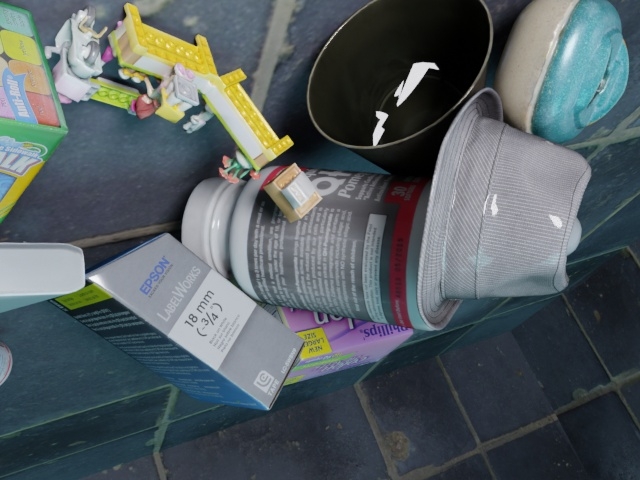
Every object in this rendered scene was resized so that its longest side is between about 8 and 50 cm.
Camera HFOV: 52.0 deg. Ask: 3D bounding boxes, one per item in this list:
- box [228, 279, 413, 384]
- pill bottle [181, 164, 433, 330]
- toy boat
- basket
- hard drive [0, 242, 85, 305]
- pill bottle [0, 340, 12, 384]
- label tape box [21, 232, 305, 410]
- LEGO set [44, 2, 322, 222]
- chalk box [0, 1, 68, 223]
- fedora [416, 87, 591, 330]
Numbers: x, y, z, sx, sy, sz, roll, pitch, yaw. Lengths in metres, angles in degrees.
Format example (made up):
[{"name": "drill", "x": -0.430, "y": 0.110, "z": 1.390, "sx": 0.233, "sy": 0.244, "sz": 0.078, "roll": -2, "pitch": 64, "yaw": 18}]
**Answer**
[{"name": "box", "x": -0.010, "y": 0.082, "z": 1.038, "sx": 0.214, "sy": 0.242, "sz": 0.117, "roll": -6, "pitch": 152, "yaw": -35}, {"name": "pill bottle", "x": 0.000, "y": 0.000, "z": 0.800, "sx": 0.319, "sy": 0.176, "sz": 0.176, "roll": 7, "pitch": 168, "yaw": 22}, {"name": "toy boat", "x": 0.294, "y": -0.140, "z": 0.809, "sx": 0.267, "sy": 0.148, "sz": 0.318, "roll": -20, "pitch": 130, "yaw": -57}, {"name": "basket", "x": 0.110, "y": -0.154, "z": 0.757, "sx": 0.204, "sy": 0.154, "sz": 0.227, "roll": -39, "pitch": 160, "yaw": 7}, {"name": "hard drive", "x": -0.403, "y": 0.049, "z": 0.643, "sx": 0.233, "sy": 0.047, "sz": 0.353, "roll": 1, "pitch": 171, "yaw": -37}, {"name": "pill bottle", "x": -0.516, "y": 0.164, "z": 0.927, "sx": 0.087, "sy": 0.087, "sz": 0.160, "roll": -22, "pitch": 158, "yaw": -3}, {"name": "label tape box", "x": -0.217, "y": 0.079, "z": 0.829, "sx": 0.334, "sy": 0.105, "sz": 0.241, "roll": 41, "pitch": 152, "yaw": -21}, {"name": "LEGO set", "x": -0.130, "y": -0.110, "z": 0.632, "sx": 0.107, "sy": 0.132, "sz": 0.287, "roll": -31, "pitch": 136, "yaw": 30}, {"name": "chalk box", "x": -0.286, "y": -0.106, "z": 0.488, "sx": 0.213, "sy": 0.132, "sz": 0.132, "roll": -37, "pitch": 154, "yaw": 33}, {"name": "fedora", "x": 0.191, "y": -0.022, "z": 0.649, "sx": 0.124, "sy": 0.243, "sz": 0.275, "roll": 11, "pitch": -172, "yaw": 19}]
